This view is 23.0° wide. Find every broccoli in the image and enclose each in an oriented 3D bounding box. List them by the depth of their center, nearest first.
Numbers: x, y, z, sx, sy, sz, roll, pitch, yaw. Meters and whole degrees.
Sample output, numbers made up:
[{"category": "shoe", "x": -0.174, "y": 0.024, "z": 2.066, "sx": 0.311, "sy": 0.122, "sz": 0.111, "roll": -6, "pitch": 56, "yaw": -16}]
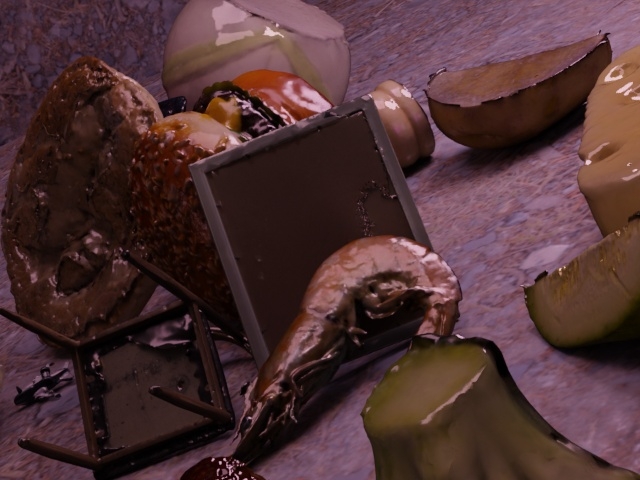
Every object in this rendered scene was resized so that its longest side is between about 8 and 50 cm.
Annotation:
[{"category": "broccoli", "x": 0.105, "y": 0.182, "z": 0.922, "sx": 0.288, "sy": 0.245, "sz": 0.248, "roll": -31, "pitch": 11, "yaw": -6}]

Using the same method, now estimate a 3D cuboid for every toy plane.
[{"category": "toy plane", "x": -0.348, "y": 0.181, "z": 1.971, "sx": 0.083, "sy": 0.031, "sz": 0.078, "roll": -26, "pitch": 30, "yaw": -4}]

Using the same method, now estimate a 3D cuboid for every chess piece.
[{"category": "chess piece", "x": -0.038, "y": -0.062, "z": 2.058, "sx": 0.397, "sy": 0.117, "sz": 0.117, "roll": -33, "pitch": 18, "yaw": -14}]

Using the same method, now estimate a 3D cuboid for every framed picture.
[{"category": "framed picture", "x": 0.000, "y": 0.000, "z": 1.637, "sx": 0.216, "sy": 0.273, "sz": 0.016, "roll": -21, "pitch": -21, "yaw": 4}]

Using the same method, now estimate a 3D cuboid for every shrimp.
[{"category": "shrimp", "x": 0.028, "y": 0.116, "z": 1.527, "sx": 0.169, "sy": 0.058, "sz": 0.296, "roll": 16, "pitch": 61, "yaw": 32}]

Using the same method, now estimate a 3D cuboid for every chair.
[{"category": "chair", "x": -0.181, "y": 0.145, "z": 1.635, "sx": 0.188, "sy": 0.166, "sz": 0.272, "roll": -23, "pitch": -25, "yaw": 17}]

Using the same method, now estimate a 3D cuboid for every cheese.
[{"category": "cheese", "x": 0.397, "y": -0.131, "z": 1.614, "sx": 0.384, "sy": 0.104, "sz": 0.384, "roll": -25, "pitch": 19, "yaw": 9}]

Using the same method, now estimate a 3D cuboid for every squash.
[{"category": "squash", "x": 0.236, "y": 0.044, "z": 1.352, "sx": 0.252, "sy": 0.093, "sz": 0.169, "roll": -12, "pitch": -21, "yaw": 39}]

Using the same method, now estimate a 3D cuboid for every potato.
[{"category": "potato", "x": 0.249, "y": -0.171, "z": 1.965, "sx": 0.243, "sy": 0.098, "sz": 0.138, "roll": -11, "pitch": 27, "yaw": 27}]

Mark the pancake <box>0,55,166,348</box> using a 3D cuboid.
[{"category": "pancake", "x": -0.307, "y": -0.047, "z": 2.076, "sx": 0.082, "sy": 0.387, "sz": 0.387, "roll": 2, "pitch": -8, "yaw": -44}]

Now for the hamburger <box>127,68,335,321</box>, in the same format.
[{"category": "hamburger", "x": -0.091, "y": -0.050, "z": 1.837, "sx": 0.225, "sy": 0.291, "sz": 0.291, "roll": -33, "pitch": 18, "yaw": -29}]

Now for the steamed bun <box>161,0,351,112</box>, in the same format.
[{"category": "steamed bun", "x": -0.113, "y": -0.238, "z": 2.449, "sx": 0.309, "sy": 0.309, "sz": 0.309, "roll": -25, "pitch": 17, "yaw": 8}]

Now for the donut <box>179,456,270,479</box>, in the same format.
[{"category": "donut", "x": -0.063, "y": 0.250, "z": 1.208, "sx": 0.144, "sy": 0.126, "sz": 0.186, "roll": -29, "pitch": 16, "yaw": 21}]

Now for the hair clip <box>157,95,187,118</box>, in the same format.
[{"category": "hair clip", "x": -0.198, "y": -0.083, "z": 2.197, "sx": 0.310, "sy": 0.206, "sz": 0.194, "roll": -25, "pitch": 16, "yaw": 12}]

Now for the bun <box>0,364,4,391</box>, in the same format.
[{"category": "bun", "x": -0.479, "y": 0.204, "z": 1.936, "sx": 0.229, "sy": 0.145, "sz": 0.229, "roll": -60, "pitch": 8, "yaw": 13}]
